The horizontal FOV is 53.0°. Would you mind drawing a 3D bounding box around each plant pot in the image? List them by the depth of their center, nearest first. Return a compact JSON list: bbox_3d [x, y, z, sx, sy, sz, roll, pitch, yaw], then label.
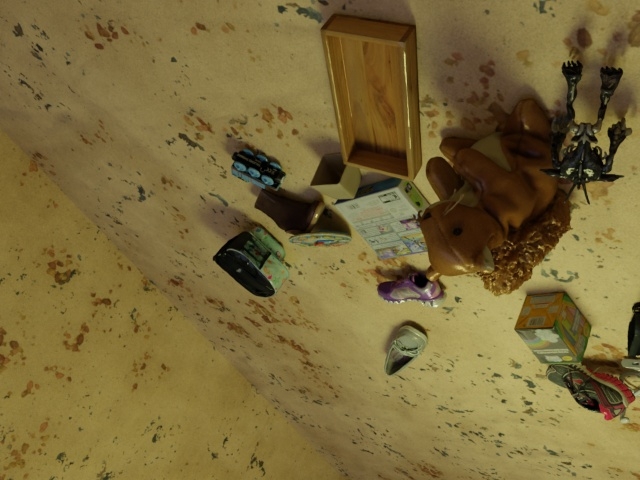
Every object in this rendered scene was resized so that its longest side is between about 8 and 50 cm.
[{"bbox_3d":[0.054,-0.173,1.820,0.109,0.109,0.096,1,149,41],"label":"plant pot"}]

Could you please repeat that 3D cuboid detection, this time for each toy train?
[{"bbox_3d":[-0.195,-0.217,2.009,0.184,0.080,0.105,26,158,6],"label":"toy train"}]

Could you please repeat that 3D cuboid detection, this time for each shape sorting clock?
[{"bbox_3d":[0.000,0.000,2.074,0.206,0.040,0.206,-4,172,-1],"label":"shape sorting clock"}]

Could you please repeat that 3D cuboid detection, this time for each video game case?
[{"bbox_3d":[0.209,-0.061,1.870,0.269,0.061,0.244,-12,126,50],"label":"video game case"}]

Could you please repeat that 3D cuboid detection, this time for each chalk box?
[{"bbox_3d":[0.679,0.267,1.841,0.132,0.132,0.213,-12,128,48],"label":"chalk box"}]

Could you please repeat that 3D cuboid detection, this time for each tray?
[{"bbox_3d":[0.134,-0.333,1.547,0.202,0.076,0.411,17,146,24],"label":"tray"}]

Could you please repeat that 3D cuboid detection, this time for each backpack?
[{"bbox_3d":[-0.237,0.086,2.353,0.253,0.191,0.225,47,149,-10],"label":"backpack"}]

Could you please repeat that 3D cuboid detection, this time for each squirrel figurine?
[{"bbox_3d":[0.391,-0.038,1.437,0.281,0.370,0.397,-12,127,50],"label":"squirrel figurine"}]

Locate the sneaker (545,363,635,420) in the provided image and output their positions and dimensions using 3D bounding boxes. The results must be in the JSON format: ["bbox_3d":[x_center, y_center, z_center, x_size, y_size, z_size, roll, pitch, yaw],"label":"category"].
[{"bbox_3d":[0.794,0.444,1.951,0.121,0.112,0.299,54,165,-18],"label":"sneaker"}]

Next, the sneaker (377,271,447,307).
[{"bbox_3d":[0.287,0.147,2.073,0.236,0.095,0.105,2,131,34],"label":"sneaker"}]

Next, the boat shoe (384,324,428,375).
[{"bbox_3d":[0.312,0.417,2.406,0.118,0.103,0.320,30,149,4],"label":"boat shoe"}]

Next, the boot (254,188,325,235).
[{"bbox_3d":[-0.107,-0.103,2.068,0.206,0.090,0.248,33,153,-4],"label":"boot"}]

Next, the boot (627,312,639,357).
[{"bbox_3d":[0.903,0.250,1.640,0.207,0.094,0.246,4,158,20],"label":"boot"}]

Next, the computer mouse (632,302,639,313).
[{"bbox_3d":[0.886,0.165,1.595,0.071,0.041,0.242,40,149,-13],"label":"computer mouse"}]

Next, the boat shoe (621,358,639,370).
[{"bbox_3d":[0.924,0.361,1.850,0.100,0.035,0.035,-1,163,38],"label":"boat shoe"}]

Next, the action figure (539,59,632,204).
[{"bbox_3d":[0.537,-0.216,1.289,0.164,0.141,0.276,12,128,27],"label":"action figure"}]

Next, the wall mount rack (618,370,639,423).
[{"bbox_3d":[1.039,0.494,1.832,0.350,0.130,0.304,28,148,7],"label":"wall mount rack"}]
